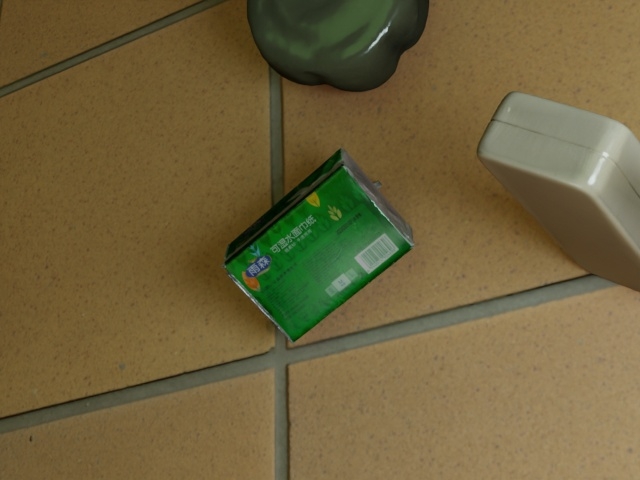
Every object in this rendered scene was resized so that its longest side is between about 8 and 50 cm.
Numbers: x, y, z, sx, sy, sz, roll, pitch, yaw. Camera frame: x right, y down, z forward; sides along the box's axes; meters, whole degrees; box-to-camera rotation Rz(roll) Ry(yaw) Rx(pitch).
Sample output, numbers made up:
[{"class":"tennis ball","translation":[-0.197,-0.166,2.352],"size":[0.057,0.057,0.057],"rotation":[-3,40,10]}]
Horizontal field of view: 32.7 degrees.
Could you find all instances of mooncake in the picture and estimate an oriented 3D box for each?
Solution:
[{"class":"mooncake","translation":[0.025,-0.338,1.563],"size":[0.275,0.135,0.275],"rotation":[-4,78,20]}]

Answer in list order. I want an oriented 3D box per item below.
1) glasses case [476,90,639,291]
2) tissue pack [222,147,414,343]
[{"class":"glasses case","translation":[0.292,-0.036,1.138],"size":[0.144,0.336,0.076],"rotation":[24,82,38]},{"class":"tissue pack","translation":[-0.002,-0.001,1.450],"size":[0.209,0.148,0.156],"rotation":[-40,12,13]}]
